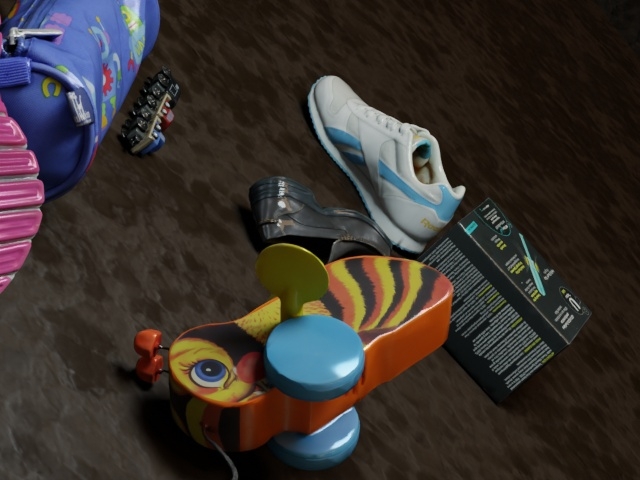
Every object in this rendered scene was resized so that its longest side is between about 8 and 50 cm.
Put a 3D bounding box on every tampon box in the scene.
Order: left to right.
[{"bbox_3d":[0.173,0.059,1.628,0.161,0.101,0.120,48,24,4],"label":"tampon box"}]

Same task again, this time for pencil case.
[{"bbox_3d":[-0.208,-0.140,1.285,0.119,0.133,0.306,3,26,3],"label":"pencil case"}]

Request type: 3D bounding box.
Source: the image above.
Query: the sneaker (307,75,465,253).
[{"bbox_3d":[0.070,-0.097,1.725,0.087,0.092,0.229,7,43,-53],"label":"sneaker"}]

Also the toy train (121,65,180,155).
[{"bbox_3d":[-0.150,-0.115,1.472,0.036,0.027,0.158,50,21,-18],"label":"toy train"}]

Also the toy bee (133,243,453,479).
[{"bbox_3d":[-0.044,0.085,1.157,0.162,0.195,0.298,29,27,25],"label":"toy bee"}]

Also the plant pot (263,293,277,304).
[{"bbox_3d":[0.000,0.066,1.365,0.083,0.081,0.081,45,21,25],"label":"plant pot"}]

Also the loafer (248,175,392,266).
[{"bbox_3d":[0.000,0.000,1.508,0.170,0.062,0.061,23,54,-36],"label":"loafer"}]

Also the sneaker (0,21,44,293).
[{"bbox_3d":[-0.266,-0.066,1.106,0.103,0.111,0.252,7,67,-45],"label":"sneaker"}]
